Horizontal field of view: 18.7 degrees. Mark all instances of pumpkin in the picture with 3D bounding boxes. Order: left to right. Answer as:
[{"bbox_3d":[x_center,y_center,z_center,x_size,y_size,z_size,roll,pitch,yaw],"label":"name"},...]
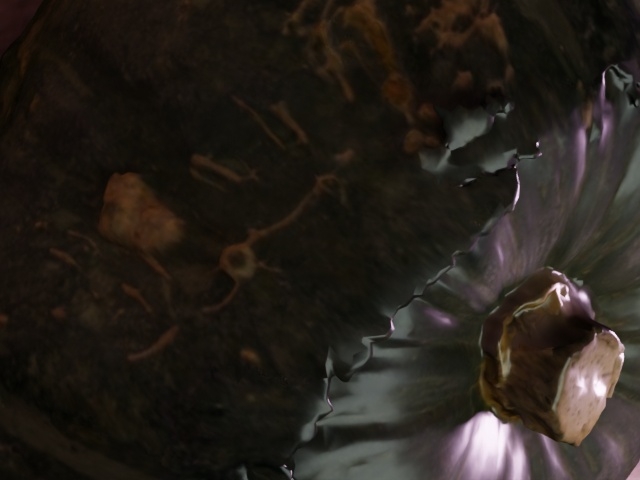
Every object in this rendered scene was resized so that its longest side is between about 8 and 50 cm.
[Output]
[{"bbox_3d":[0.000,0.000,0.696,0.291,0.257,0.327,13,106,-49],"label":"pumpkin"}]
